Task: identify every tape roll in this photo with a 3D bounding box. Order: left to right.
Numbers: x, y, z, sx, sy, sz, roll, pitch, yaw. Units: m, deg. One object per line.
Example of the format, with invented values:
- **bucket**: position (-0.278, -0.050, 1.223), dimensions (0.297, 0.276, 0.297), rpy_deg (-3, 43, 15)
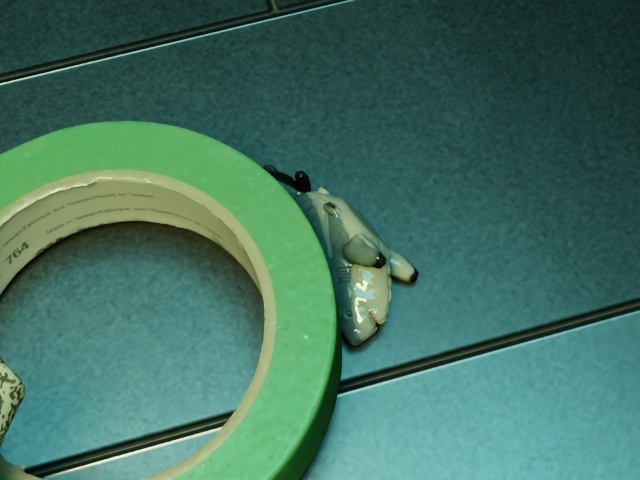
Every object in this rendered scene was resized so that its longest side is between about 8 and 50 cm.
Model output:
- **tape roll**: position (-0.146, 0.072, 0.989), dimensions (0.321, 0.077, 0.321), rpy_deg (-2, 68, 4)

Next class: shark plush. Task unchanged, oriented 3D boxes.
- **shark plush**: position (0.000, 0.000, 1.057), dimensions (0.067, 0.073, 0.161), rpy_deg (-45, 76, 12)

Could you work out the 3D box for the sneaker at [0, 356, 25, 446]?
- **sneaker**: position (-0.353, 0.107, 0.919), dimensions (0.410, 0.158, 0.182), rpy_deg (15, 57, 26)
